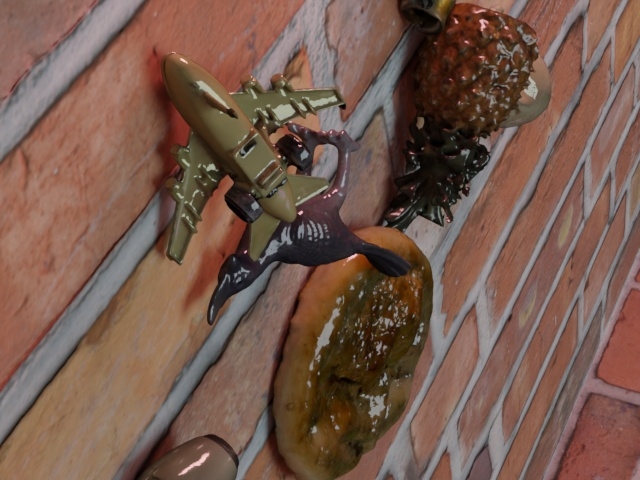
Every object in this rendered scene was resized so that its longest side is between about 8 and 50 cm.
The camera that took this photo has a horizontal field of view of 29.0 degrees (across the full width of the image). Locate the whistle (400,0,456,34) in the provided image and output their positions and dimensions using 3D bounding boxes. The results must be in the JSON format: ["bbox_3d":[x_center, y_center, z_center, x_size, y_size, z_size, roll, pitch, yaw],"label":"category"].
[{"bbox_3d":[0.194,-0.415,1.677,0.326,0.057,0.068,-64,145,-26],"label":"whistle"}]

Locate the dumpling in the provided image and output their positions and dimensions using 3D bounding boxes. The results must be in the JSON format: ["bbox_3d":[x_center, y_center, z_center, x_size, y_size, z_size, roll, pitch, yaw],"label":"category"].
[{"bbox_3d":[0.280,-0.263,1.894,0.252,0.131,0.179,12,62,-74],"label":"dumpling"}]

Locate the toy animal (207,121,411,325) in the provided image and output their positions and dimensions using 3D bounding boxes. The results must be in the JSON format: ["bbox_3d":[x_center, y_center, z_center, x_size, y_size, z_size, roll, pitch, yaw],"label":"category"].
[{"bbox_3d":[-0.007,-0.033,1.408,0.367,0.081,0.206,-10,108,-53],"label":"toy animal"}]

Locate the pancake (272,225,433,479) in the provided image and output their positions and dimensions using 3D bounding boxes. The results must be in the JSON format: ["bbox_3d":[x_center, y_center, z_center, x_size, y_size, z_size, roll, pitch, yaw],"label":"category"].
[{"bbox_3d":[0.055,0.163,1.677,0.387,0.082,0.387,-38,138,-45],"label":"pancake"}]

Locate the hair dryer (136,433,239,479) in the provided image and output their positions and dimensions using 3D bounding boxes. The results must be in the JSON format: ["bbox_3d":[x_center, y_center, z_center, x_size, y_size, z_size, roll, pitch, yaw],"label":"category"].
[{"bbox_3d":[-0.186,0.349,1.289,0.229,0.092,0.267,-29,139,-49],"label":"hair dryer"}]

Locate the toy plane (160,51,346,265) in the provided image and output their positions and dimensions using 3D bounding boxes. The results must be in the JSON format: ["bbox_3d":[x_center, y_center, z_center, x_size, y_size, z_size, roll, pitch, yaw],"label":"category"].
[{"bbox_3d":[-0.079,-0.089,1.198,0.242,0.104,0.256,-45,146,-9],"label":"toy plane"}]

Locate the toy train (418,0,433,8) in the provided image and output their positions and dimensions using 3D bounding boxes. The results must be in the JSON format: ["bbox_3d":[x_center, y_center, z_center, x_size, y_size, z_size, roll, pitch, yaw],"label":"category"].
[{"bbox_3d":[0.138,-0.399,1.532,0.127,0.089,0.219,-60,154,-53],"label":"toy train"}]

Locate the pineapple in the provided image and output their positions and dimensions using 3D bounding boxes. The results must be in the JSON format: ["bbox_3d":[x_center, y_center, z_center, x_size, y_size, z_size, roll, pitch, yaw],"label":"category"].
[{"bbox_3d":[0.179,-0.148,1.702,0.169,0.169,0.340,5,106,-66],"label":"pineapple"}]
